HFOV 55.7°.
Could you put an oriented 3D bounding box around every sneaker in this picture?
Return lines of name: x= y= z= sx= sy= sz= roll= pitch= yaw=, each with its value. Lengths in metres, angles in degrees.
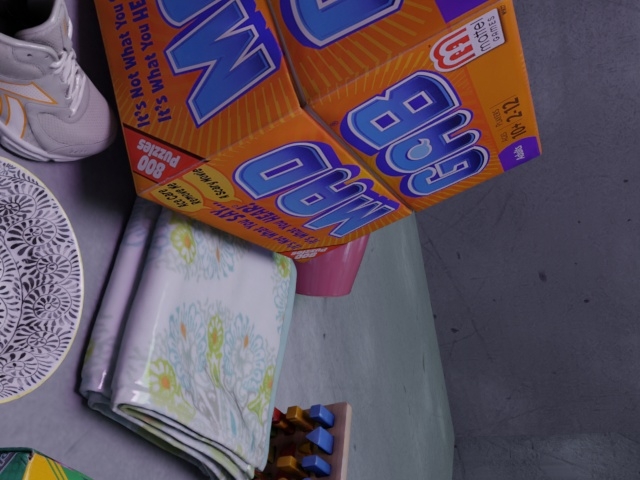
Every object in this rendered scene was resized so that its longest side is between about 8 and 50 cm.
sneaker: x=-0.234 y=-0.144 z=0.487 sx=0.262 sy=0.121 sz=0.099 roll=43 pitch=43 yaw=-64

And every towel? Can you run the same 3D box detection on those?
towel: x=-0.133 y=0.087 z=0.763 sx=0.320 sy=0.090 sz=0.374 roll=62 pitch=26 yaw=-50

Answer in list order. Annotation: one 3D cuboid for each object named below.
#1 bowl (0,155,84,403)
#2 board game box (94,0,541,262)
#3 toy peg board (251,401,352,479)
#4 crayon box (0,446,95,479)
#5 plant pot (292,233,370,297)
bowl: x=-0.253 y=0.028 z=0.420 sx=0.170 sy=0.080 sz=0.170 roll=-7 pitch=90 yaw=-72
board game box: x=0.005 y=-0.229 z=0.710 sx=0.356 sy=0.356 sz=0.356 roll=28 pitch=40 yaw=-63
toy peg board: x=-0.050 y=0.300 z=0.845 sx=0.079 sy=0.161 sz=0.161 roll=47 pitch=36 yaw=-36
crayon box: x=-0.221 y=0.304 z=0.404 sx=0.165 sy=0.081 sz=0.278 roll=63 pitch=26 yaw=-47
plant pot: x=0.000 y=0.000 z=1.082 sx=0.201 sy=0.201 sz=0.180 roll=-18 pitch=115 yaw=-72
